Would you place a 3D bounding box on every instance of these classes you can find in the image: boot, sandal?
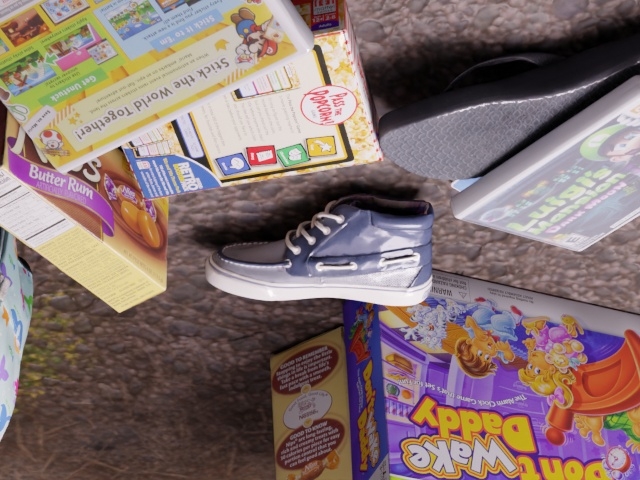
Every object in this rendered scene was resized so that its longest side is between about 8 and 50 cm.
[{"bbox_3d":[0.000,0.000,1.507,0.190,0.069,0.086,2,119,-1],"label":"boot"},{"bbox_3d":[0.166,-0.110,1.389,0.254,0.054,0.097,-16,147,2],"label":"sandal"}]

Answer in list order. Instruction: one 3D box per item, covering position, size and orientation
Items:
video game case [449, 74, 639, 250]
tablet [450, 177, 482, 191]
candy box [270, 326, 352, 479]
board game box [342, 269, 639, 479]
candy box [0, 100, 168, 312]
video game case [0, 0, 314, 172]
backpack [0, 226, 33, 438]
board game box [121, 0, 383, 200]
[{"bbox_3d":[0.225,-0.055,1.432,0.190,0.022,0.173,-34,149,33],"label":"video game case"},{"bbox_3d":[0.152,-0.056,1.479,0.054,0.006,0.083,27,131,-31],"label":"tablet"},{"bbox_3d":[0.043,0.256,1.608,0.087,0.316,0.183,-23,136,22],"label":"candy box"},{"bbox_3d":[0.197,0.161,1.567,0.347,0.233,0.078,12,138,-18],"label":"board game box"},{"bbox_3d":[-0.195,-0.039,1.403,0.053,0.109,0.187,-25,135,25],"label":"candy box"},{"bbox_3d":[-0.152,-0.169,1.269,0.227,0.026,0.206,-24,119,23],"label":"video game case"},{"bbox_3d":[-0.344,0.068,1.412,0.225,0.253,0.191,-6,140,5],"label":"backpack"},{"bbox_3d":[-0.061,-0.106,1.377,0.193,0.045,0.147,-9,140,8],"label":"board game box"}]
